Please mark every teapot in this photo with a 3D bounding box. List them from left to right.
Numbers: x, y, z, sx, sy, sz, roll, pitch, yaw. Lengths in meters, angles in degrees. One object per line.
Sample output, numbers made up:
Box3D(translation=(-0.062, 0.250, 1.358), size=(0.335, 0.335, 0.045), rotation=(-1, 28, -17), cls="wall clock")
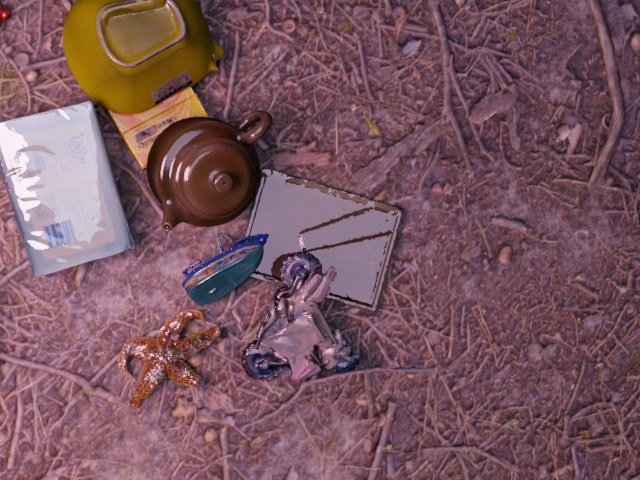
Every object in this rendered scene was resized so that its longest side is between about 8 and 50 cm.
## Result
Box3D(translation=(-0.179, -0.120, 1.586), size=(0.267, 0.175, 0.185), rotation=(-48, 118, -6), cls="teapot")

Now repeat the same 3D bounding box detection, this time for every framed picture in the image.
Box3D(translation=(0.000, 0.000, 1.720), size=(0.281, 0.019, 0.208), rotation=(18, 84, -11), cls="framed picture")

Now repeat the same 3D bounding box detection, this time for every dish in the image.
Box3D(translation=(-0.299, -0.344, 1.586), size=(0.263, 0.108, 0.221), rotation=(-22, 92, -14), cls="dish")

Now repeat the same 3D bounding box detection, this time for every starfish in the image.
Box3D(translation=(-0.270, 0.209, 1.649), size=(0.150, 0.053, 0.209), rotation=(35, 85, 4), cls="starfish")

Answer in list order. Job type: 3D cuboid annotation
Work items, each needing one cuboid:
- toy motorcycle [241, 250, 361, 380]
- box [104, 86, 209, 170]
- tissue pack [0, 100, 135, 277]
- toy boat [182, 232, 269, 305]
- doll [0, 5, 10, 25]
Box3D(translation=(-0.011, 0.158, 1.671), size=(0.204, 0.108, 0.239), rotation=(23, 109, -6), cls="toy motorcycle")
Box3D(translation=(-0.317, -0.275, 1.653), size=(0.152, 0.043, 0.269), rotation=(-30, 94, -12), cls="box")
Box3D(translation=(-0.435, -0.089, 1.583), size=(0.177, 0.089, 0.263), rotation=(-17, 101, -13), cls="tissue pack")
Box3D(translation=(-0.170, 0.027, 1.651), size=(0.175, 0.091, 0.110), rotation=(-32, 53, 4), cls="toy boat")
Box3D(translation=(-0.620, -0.433, 1.592), size=(0.195, 0.062, 0.104), rotation=(37, 98, -16), cls="doll")
